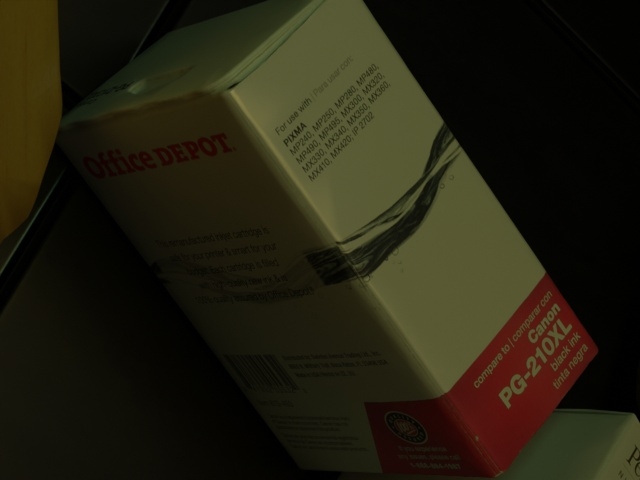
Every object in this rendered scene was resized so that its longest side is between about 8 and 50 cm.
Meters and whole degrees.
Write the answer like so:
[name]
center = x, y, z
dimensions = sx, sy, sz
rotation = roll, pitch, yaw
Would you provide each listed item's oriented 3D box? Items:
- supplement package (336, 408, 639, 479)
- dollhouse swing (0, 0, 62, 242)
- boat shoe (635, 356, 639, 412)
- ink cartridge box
[supplement package]
center = 0.065, 0.245, 0.932
dimensions = 0.293, 0.175, 0.177
rotation = -53, 122, -32
[dollhouse swing]
center = -0.276, -0.142, 0.726
dimensions = 0.315, 0.305, 0.347
rotation = 24, 34, 8
[boat shoe]
center = 0.273, 0.017, 1.187
dimensions = 0.095, 0.095, 0.257
rotation = 35, 72, -43
[ink cartridge box]
center = 0.000, 0.000, 0.931
dimensions = 0.100, 0.172, 0.237
rotation = -46, 112, -29
